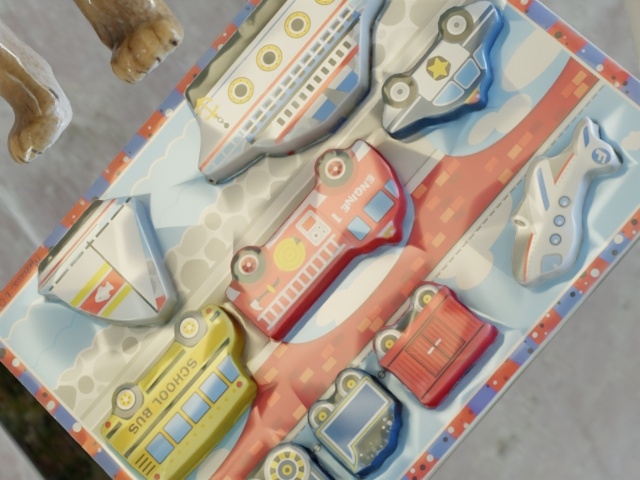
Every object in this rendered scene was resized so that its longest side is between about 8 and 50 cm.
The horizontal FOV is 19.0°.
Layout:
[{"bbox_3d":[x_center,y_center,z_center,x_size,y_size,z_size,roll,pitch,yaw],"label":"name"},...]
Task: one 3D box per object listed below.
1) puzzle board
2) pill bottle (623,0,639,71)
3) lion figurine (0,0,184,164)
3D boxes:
[{"bbox_3d":[0.000,0.000,0.379,0.128,0.096,0.011,-49,158,3],"label":"puzzle board"},{"bbox_3d":[0.119,-0.146,0.559,0.112,0.112,0.187,-3,79,-27],"label":"pill bottle"},{"bbox_3d":[-0.127,-0.198,0.802,0.240,0.142,0.392,48,41,-15],"label":"lion figurine"}]
